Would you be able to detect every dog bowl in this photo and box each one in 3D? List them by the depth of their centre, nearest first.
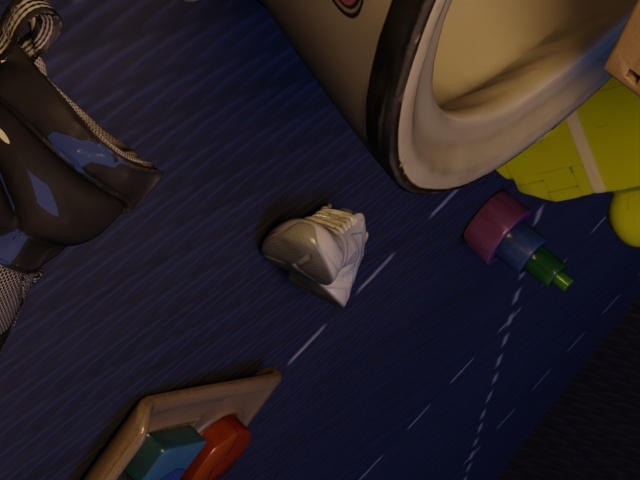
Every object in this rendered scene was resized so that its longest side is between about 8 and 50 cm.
[{"bbox_3d":[0.110,-0.220,0.669,0.408,0.150,0.408,-45,164,-17],"label":"dog bowl"}]

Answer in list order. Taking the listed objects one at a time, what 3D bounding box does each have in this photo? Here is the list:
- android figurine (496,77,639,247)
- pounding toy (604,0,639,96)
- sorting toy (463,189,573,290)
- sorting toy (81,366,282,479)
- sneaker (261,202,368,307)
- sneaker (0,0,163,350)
[{"bbox_3d":[0.170,-0.113,0.945,0.273,0.248,0.056,-10,-160,35],"label":"android figurine"},{"bbox_3d":[0.189,-0.128,0.644,0.181,0.094,0.206,-41,163,-31],"label":"pounding toy"},{"bbox_3d":[0.261,-0.093,1.446,0.127,0.126,0.365,-28,154,-53],"label":"sorting toy"},{"bbox_3d":[-0.154,0.226,1.216,0.307,0.041,0.229,-54,164,17],"label":"sorting toy"},{"bbox_3d":[0.000,0.000,1.099,0.061,0.054,0.152,-63,169,-7],"label":"sneaker"},{"bbox_3d":[-0.137,0.017,0.635,0.153,0.101,0.268,-39,160,-24],"label":"sneaker"}]
